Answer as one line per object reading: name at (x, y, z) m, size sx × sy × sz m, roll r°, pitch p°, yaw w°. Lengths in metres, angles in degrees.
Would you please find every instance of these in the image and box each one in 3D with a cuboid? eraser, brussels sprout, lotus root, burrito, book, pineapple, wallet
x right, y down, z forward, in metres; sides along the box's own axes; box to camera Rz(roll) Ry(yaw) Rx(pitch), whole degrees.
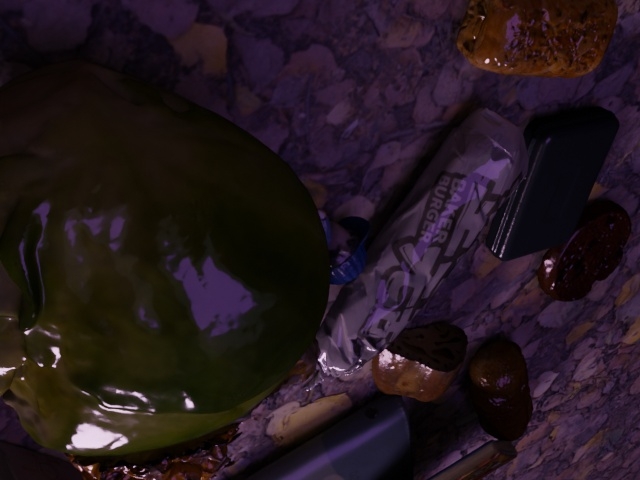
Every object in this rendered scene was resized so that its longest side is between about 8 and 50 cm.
eraser at (-0.318, 0.322, 1.055) m, size 0.061 × 0.089 × 0.352 m, roll -46°, pitch 140°, yaw 1°
brussels sprout at (-0.154, 0.016, 0.761) m, size 0.315 × 0.275 × 0.371 m, roll -15°, pitch 126°, yaw -2°
lotus root at (0.161, 0.199, 1.323) m, size 0.159 × 0.095 × 0.135 m, roll -15°, pitch 138°, yaw -20°
burrito at (0.117, 0.027, 1.119) m, size 0.445 × 0.101 × 0.139 m, roll -54°, pitch 150°, yaw 13°
book at (0.149, 0.476, 1.495) m, size 0.428 × 0.039 × 0.300 m, roll -35°, pitch 159°, yaw 8°
pineapple at (-0.194, 0.251, 0.994) m, size 0.225 × 0.225 × 0.076 m, roll -9°, pitch 100°, yaw -33°
wallet at (0.001, 0.413, 1.401) m, size 0.360 × 0.083 × 0.252 m, roll -27°, pitch 134°, yaw -15°

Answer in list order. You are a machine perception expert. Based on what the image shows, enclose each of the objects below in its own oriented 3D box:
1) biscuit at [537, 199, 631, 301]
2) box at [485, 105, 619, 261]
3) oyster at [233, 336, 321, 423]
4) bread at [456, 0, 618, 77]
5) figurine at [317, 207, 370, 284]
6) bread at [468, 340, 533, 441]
biscuit at (0.437, 0.019, 1.408) m, size 0.192 × 0.049 × 0.192 m, roll -20°, pitch 130°, yaw -25°
box at (0.332, -0.080, 1.228) m, size 0.160 × 0.050 × 0.230 m, roll -14°, pitch 134°, yaw -29°
oyster at (-0.133, 0.131, 0.994) m, size 0.342 × 0.166 × 0.110 m, roll 7°, pitch 125°, yaw -28°
bread at (0.259, -0.250, 0.992) m, size 0.211 × 0.083 × 0.113 m, roll -8°, pitch 127°, yaw -35°
figurine at (0.000, 0.000, 1.023) m, size 0.086 × 0.087 × 0.149 m, roll -18°, pitch 153°, yaw 35°
bread at (0.341, 0.296, 1.558) m, size 0.124 × 0.084 × 0.344 m, roll -33°, pitch 141°, yaw -8°
